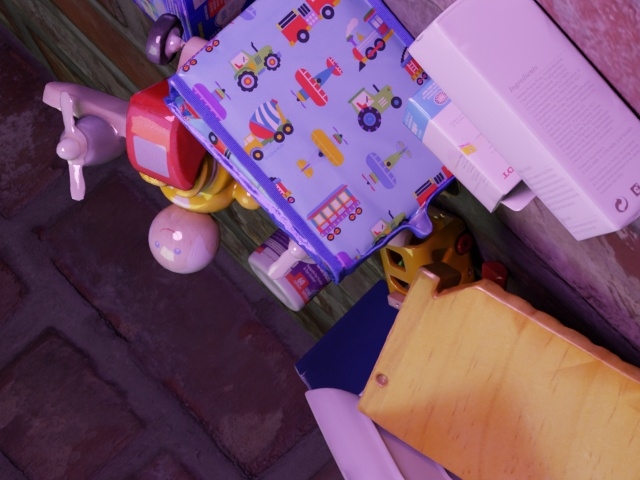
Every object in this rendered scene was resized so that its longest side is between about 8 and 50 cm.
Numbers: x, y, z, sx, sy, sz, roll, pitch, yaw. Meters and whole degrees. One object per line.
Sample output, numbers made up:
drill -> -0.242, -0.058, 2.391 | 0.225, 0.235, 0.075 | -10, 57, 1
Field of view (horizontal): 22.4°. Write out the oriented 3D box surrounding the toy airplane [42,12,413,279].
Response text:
toy airplane -> -0.124, -0.088, 1.946 | 0.384, 0.272, 0.386 | 23, 179, -29

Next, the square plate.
square plate -> 0.171, 0.298, 1.933 | 0.344, 0.049, 0.347 | 23, -165, -21

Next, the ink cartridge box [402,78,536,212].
ink cartridge box -> 0.159, -0.099, 1.500 | 0.143, 0.092, 0.090 | 47, 171, 6

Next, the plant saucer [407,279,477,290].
plant saucer -> 0.230, 0.128, 2.264 | 0.258, 0.048, 0.259 | 45, 171, 12

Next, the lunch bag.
lunch bag -> 0.019, -0.118, 1.657 | 0.293, 0.221, 0.138 | 48, 171, -1

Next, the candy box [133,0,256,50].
candy box -> -0.222, -0.390, 1.921 | 0.317, 0.122, 0.268 | 45, 172, 7

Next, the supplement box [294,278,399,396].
supplement box -> 0.166, 0.262, 2.401 | 0.356, 0.195, 0.194 | 42, -175, -27

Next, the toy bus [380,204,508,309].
toy bus -> 0.134, 0.051, 2.066 | 0.202, 0.104, 0.191 | 52, 152, 5

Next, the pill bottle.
pill bottle -> 0.000, 0.000, 2.310 | 0.108, 0.193, 0.108 | 45, 171, 9

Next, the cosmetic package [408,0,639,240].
cosmetic package -> 0.187, -0.112, 1.363 | 0.231, 0.085, 0.117 | 50, 170, -3

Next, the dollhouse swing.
dollhouse swing -> 0.279, 0.170, 1.947 | 0.347, 0.305, 0.315 | 32, 124, 15

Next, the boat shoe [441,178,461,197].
boat shoe -> 0.117, -0.098, 1.824 | 0.048, 0.056, 0.153 | 29, 163, 35
